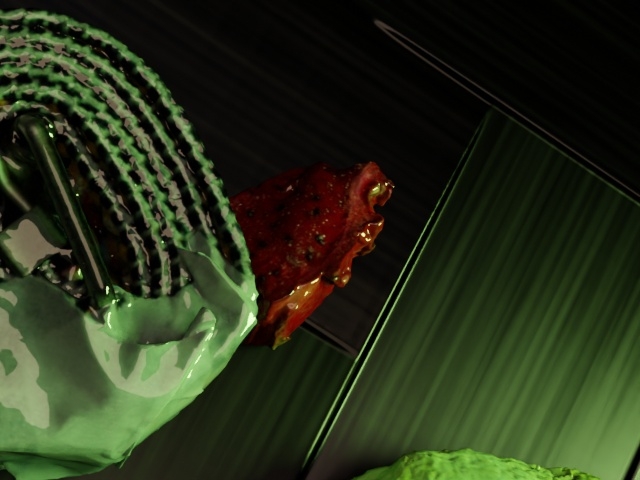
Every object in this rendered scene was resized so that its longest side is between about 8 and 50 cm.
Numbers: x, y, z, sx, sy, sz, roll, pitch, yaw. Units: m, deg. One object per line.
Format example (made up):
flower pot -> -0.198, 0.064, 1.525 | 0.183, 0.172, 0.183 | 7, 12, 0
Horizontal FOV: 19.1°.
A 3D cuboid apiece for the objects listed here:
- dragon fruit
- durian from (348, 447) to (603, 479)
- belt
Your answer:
dragon fruit -> 0.001, 0.000, 1.165 | 0.131, 0.063, 0.097 | -26, 91, -23
durian -> 0.123, 0.198, 1.158 | 0.250, 0.101, 0.139 | 15, 75, -18
belt -> -0.159, 0.007, 1.056 | 0.207, 0.150, 0.257 | -22, 88, -15
